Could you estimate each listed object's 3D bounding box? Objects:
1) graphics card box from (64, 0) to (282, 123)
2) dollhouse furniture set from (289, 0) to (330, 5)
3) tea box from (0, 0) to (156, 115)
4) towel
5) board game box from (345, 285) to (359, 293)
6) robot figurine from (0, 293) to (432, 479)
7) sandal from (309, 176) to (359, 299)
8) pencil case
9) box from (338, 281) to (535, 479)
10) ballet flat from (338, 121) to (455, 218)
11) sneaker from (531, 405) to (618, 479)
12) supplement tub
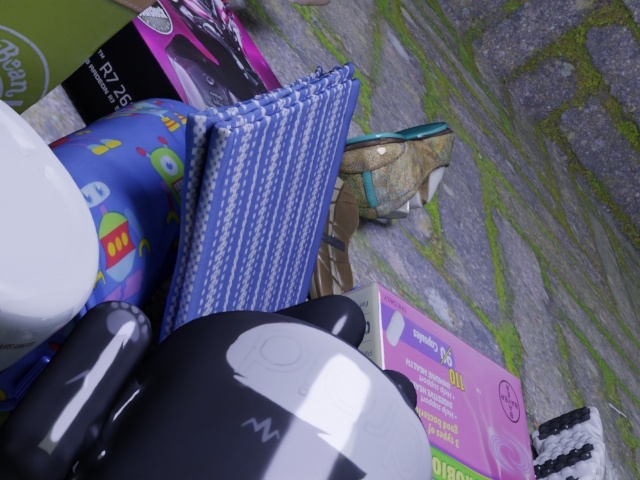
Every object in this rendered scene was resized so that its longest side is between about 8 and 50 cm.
[{"bbox_3d":[-0.151,-0.182,0.934,0.371,0.094,0.233,59,21,7],"label":"graphics card box"},{"bbox_3d":[-0.112,-0.522,1.189,0.394,0.362,0.256,28,18,8],"label":"dollhouse furniture set"},{"bbox_3d":[-0.259,-0.164,0.360,0.329,0.323,0.220,15,44,-58],"label":"tea box"},{"bbox_3d":[-0.049,-0.003,0.756,0.040,0.243,0.336,17,19,11],"label":"towel"},{"bbox_3d":[0.022,0.100,0.885,0.090,0.090,0.020,54,19,-4],"label":"board game box"},{"bbox_3d":[-0.049,0.147,0.504,0.209,0.173,0.278,26,42,7],"label":"robot figurine"},{"bbox_3d":[0.000,0.000,1.055,0.072,0.049,0.180,31,46,-35],"label":"sandal"},{"bbox_3d":[-0.143,-0.002,0.645,0.133,0.119,0.306,54,21,-9],"label":"pencil case"},{"bbox_3d":[0.060,0.189,0.725,0.213,0.117,0.243,35,43,-43],"label":"box"},{"bbox_3d":[0.105,-0.089,1.334,0.123,0.123,0.348,56,21,3],"label":"ballet flat"},{"bbox_3d":[0.303,0.288,1.192,0.118,0.110,0.292,65,22,1],"label":"sneaker"},{"bbox_3d":[-0.190,0.029,0.401,0.117,0.190,0.117,43,24,-25],"label":"supplement tub"}]
